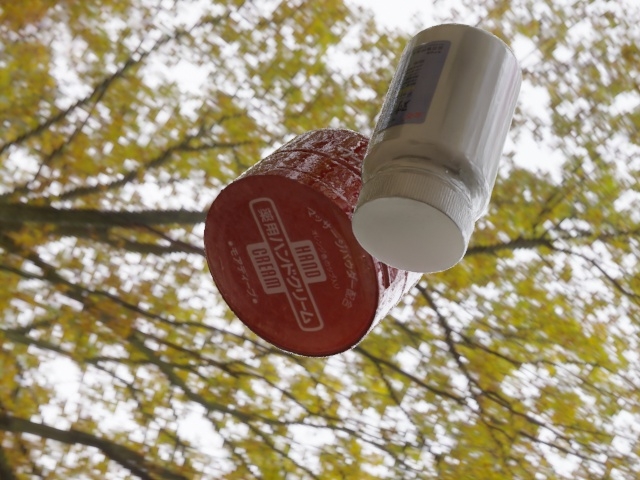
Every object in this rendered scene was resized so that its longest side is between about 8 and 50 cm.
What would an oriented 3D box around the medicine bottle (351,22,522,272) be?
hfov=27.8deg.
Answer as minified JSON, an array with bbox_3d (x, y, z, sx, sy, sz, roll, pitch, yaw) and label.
[{"bbox_3d":[0.091,-0.073,1.008,0.102,0.103,0.187,-2,-131,29],"label":"medicine bottle"}]

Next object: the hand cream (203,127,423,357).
[{"bbox_3d":[0.000,0.000,1.204,0.193,0.125,0.193,16,-55,24],"label":"hand cream"}]
